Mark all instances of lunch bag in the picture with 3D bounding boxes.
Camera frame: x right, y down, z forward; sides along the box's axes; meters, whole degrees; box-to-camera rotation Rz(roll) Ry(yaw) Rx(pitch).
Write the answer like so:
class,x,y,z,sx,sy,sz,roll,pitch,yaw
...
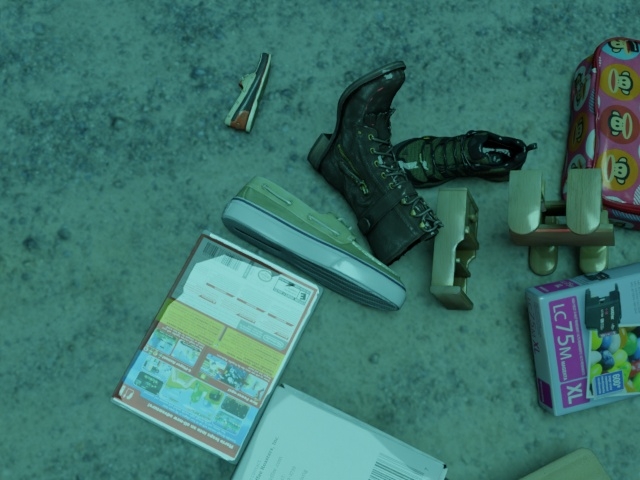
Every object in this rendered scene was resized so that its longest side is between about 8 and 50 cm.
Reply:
class,x,y,z,sx,sy,sz,roll,pitch,yaw
lunch bag,0.527,-0.158,1.238,0.258,0.120,0.293,10,76,-6

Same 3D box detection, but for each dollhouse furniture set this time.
class,x,y,z,sx,sy,sz,roll,pitch,yaw
dollhouse furniture set,0.293,0.013,1.127,0.242,0.212,0.161,0,72,22

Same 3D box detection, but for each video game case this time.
class,x,y,z,sx,sy,sz,roll,pitch,yaw
video game case,-0.147,0.151,1.146,0.204,0.025,0.285,26,75,2

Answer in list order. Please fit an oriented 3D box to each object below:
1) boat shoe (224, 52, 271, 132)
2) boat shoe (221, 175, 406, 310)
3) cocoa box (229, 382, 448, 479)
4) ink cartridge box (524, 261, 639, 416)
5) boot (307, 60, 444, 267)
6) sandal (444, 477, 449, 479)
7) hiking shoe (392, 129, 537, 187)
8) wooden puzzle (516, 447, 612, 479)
class,x,y,z,sx,sy,sz,roll,pitch,yaw
boat shoe,-0.111,-0.238,1.241,0.043,0.049,0.137,17,79,2
boat shoe,0.000,0.000,1.156,0.302,0.109,0.094,29,73,6
cocoa box,-0.028,0.390,0.986,0.231,0.228,0.347,25,75,4
ink cartridge box,0.464,0.130,1.148,0.311,0.065,0.186,-13,101,-10
boot,0.103,-0.101,1.132,0.091,0.263,0.229,-22,69,-37
sandal,0.220,0.440,1.092,0.097,0.054,0.254,-29,70,-18
hiking shoe,0.210,-0.137,1.202,0.227,0.114,0.086,-5,75,-6
wooden puzzle,0.310,0.482,0.987,0.322,0.080,0.348,-21,59,-16
